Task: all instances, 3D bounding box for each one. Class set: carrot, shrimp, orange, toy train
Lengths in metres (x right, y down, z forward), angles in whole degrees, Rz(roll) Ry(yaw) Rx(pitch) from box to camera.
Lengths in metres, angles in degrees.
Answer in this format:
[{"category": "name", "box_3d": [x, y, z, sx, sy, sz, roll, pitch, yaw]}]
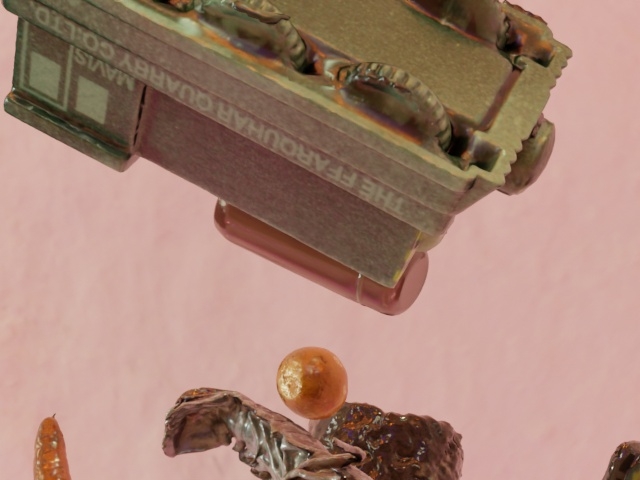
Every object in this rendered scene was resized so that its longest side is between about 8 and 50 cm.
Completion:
[{"category": "carrot", "box_3d": [-0.271, 0.268, 1.481, 0.057, 0.057, 0.224, -32, 49, 18]}, {"category": "shrimp", "box_3d": [-0.004, 0.263, 1.376, 0.410, 0.166, 0.221, 47, 142, 46]}, {"category": "orange", "box_3d": [-0.007, 0.155, 1.580, 0.083, 0.070, 0.083, 3, 94, 48]}, {"category": "toy train", "box_3d": [-0.033, -0.099, 0.808, 0.330, 0.138, 0.178, 29, 142, 5]}]

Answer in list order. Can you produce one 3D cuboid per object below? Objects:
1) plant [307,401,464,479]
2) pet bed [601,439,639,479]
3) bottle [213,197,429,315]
[{"category": "plant", "box_3d": [0.058, 0.368, 1.797, 0.213, 0.215, 0.312, 13, 75, 5]}, {"category": "pet bed", "box_3d": [0.269, 0.224, 0.912, 0.159, 0.211, 0.183, -27, 53, 48]}, {"category": "bottle", "box_3d": [0.000, 0.000, 0.932, 0.140, 0.053, 0.053, 25, 101, 23]}]
